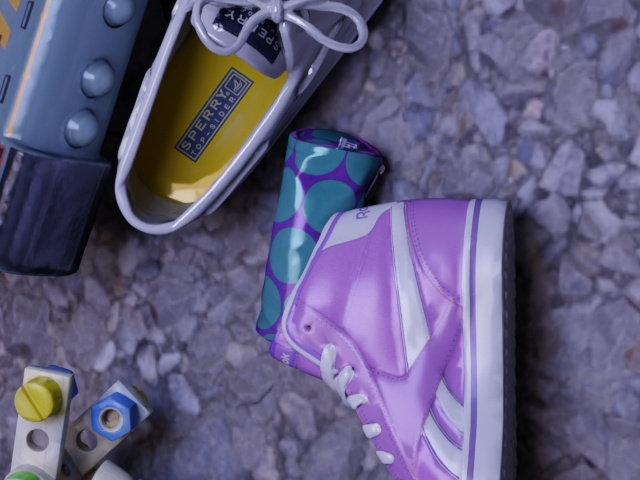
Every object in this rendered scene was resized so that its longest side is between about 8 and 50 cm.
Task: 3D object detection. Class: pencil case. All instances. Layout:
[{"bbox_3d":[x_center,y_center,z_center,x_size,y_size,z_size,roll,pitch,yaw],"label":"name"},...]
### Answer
[{"bbox_3d":[0.000,0.000,1.295,0.070,0.064,0.152,11,96,-1],"label":"pencil case"}]

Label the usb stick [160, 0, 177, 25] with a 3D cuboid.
[{"bbox_3d":[-0.020,-0.249,1.328,0.278,0.045,0.077,-52,56,21],"label":"usb stick"}]

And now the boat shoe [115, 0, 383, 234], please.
[{"bbox_3d":[-0.040,-0.154,1.246,0.136,0.156,0.367,33,112,-6],"label":"boat shoe"}]

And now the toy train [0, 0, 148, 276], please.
[{"bbox_3d":[-0.217,-0.131,1.322,0.190,0.142,0.334,25,99,32],"label":"toy train"}]

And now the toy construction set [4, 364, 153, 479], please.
[{"bbox_3d":[-0.195,0.262,1.364,0.215,0.151,0.328,36,118,3],"label":"toy construction set"}]

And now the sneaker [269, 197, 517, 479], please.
[{"bbox_3d":[0.047,0.114,1.216,0.161,0.102,0.282,-1,77,10],"label":"sneaker"}]
